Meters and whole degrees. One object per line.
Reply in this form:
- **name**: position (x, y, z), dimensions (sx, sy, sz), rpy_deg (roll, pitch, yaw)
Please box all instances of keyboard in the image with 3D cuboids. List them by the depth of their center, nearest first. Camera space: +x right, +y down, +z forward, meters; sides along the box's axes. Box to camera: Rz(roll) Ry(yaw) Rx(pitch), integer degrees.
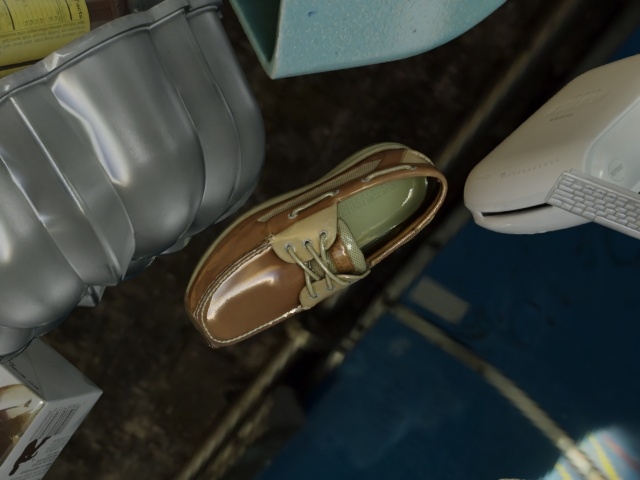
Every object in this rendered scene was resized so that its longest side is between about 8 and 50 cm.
- **keyboard**: position (0.348, -0.007, 1.310), dimensions (0.072, 0.256, 0.014), rpy_deg (107, 5, -62)

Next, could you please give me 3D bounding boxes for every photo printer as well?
- **photo printer**: position (0.340, -0.120, 1.699), dimensions (0.307, 0.107, 0.256), rpy_deg (-41, -165, -27)

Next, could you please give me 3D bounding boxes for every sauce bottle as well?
- **sauce bottle**: position (-0.283, -0.223, 1.364), dimensions (0.344, 0.111, 0.111), rpy_deg (-20, 151, -49)

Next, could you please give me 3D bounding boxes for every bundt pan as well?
- **bundt pan**: position (-0.168, -0.016, 0.846), dimensions (0.331, 0.124, 0.331), rpy_deg (-34, -178, 1)

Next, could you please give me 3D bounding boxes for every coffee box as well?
- **coffee box**: position (-0.353, 0.201, 1.162), dimensions (0.297, 0.168, 0.119), rpy_deg (-54, 167, 8)

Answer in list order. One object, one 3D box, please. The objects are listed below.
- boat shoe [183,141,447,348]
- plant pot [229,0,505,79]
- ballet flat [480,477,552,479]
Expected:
- **boat shoe**: position (0.000, 0.000, 1.445), dimensions (0.324, 0.123, 0.120), rpy_deg (-38, -156, -15)
- **plant pot**: position (0.055, -0.318, 1.262), dimensions (0.247, 0.252, 0.248), rpy_deg (-116, -151, -49)
- **ballet flat**: position (0.220, 0.415, 1.849), dimensions (0.400, 0.139, 0.139), rpy_deg (-35, 167, -40)
